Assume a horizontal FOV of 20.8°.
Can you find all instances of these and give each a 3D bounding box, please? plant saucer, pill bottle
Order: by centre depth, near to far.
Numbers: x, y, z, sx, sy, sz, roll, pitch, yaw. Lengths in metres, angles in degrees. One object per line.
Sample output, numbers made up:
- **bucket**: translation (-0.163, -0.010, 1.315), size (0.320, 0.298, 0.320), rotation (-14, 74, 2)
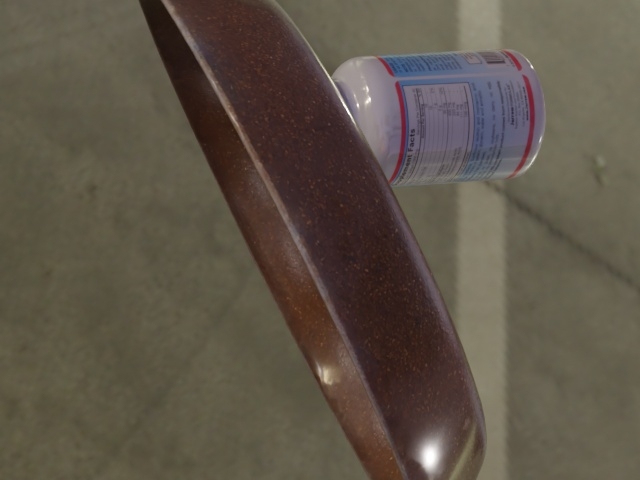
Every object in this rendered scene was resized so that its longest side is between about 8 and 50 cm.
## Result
- **plant saucer**: translation (0.000, 0.000, 0.446), size (0.168, 0.029, 0.168), rotation (62, -5, 9)
- **pill bottle**: translation (0.058, -0.078, 1.133), size (0.160, 0.087, 0.087), rotation (-5, 66, -23)
